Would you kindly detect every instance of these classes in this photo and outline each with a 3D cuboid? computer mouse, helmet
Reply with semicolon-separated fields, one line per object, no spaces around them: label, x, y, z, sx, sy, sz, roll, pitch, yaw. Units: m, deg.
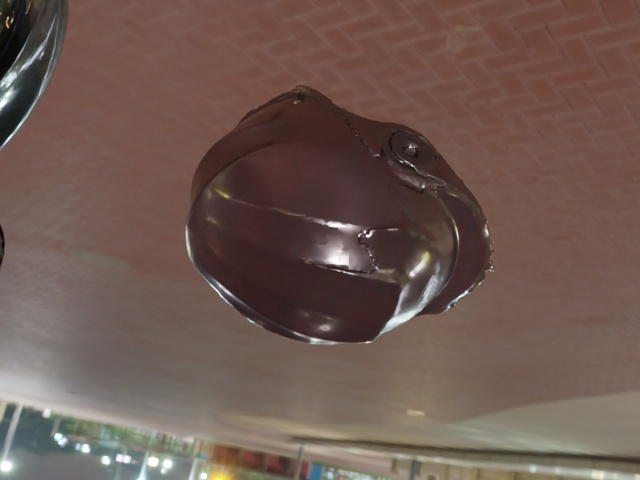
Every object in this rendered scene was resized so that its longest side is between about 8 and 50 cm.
computer mouse;-0.406;-0.182;0.759;0.203;0.374;0.114;39;-176;1
helmet;0.000;0.000;0.700;0.305;0.177;0.225;30;130;16

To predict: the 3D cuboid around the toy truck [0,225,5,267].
toy truck;-0.322;-0.117;0.372;0.181;0.405;0.254;10;-160;34
